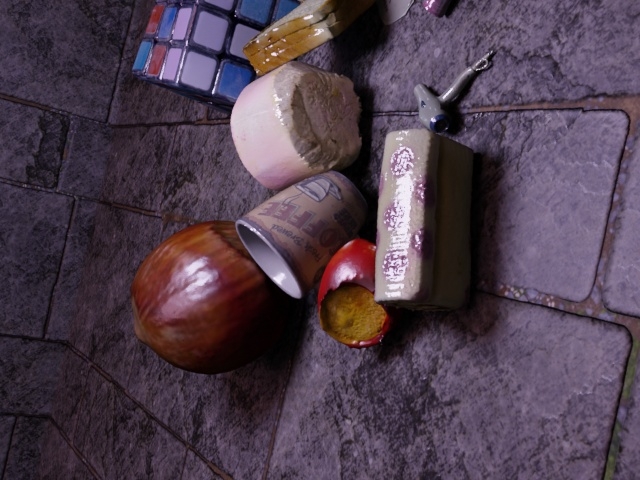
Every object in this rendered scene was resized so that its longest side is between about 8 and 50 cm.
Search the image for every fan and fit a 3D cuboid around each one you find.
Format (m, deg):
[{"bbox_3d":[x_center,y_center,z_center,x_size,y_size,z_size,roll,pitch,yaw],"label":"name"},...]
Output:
[{"bbox_3d":[0.225,-0.642,1.863,0.310,0.010,0.182,-43,45,42],"label":"fan"}]

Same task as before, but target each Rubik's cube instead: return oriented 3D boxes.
[{"bbox_3d":[-0.291,-0.576,2.315,0.359,0.363,0.362,24,96,53],"label":"Rubik's cube"}]

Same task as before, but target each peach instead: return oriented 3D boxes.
[{"bbox_3d":[0.086,0.116,1.642,0.196,0.190,0.226,22,91,54],"label":"peach"}]

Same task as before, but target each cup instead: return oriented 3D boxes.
[{"bbox_3d":[0.000,0.000,1.797,0.257,0.301,0.227,-39,3,-14],"label":"cup"}]

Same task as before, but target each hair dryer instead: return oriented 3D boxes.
[{"bbox_3d":[0.263,-0.329,1.666,0.199,0.067,0.167,-56,31,12],"label":"hair dryer"}]

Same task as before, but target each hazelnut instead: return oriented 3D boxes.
[{"bbox_3d":[-0.277,0.143,2.015,0.352,0.421,0.420,69,-169,-60],"label":"hazelnut"}]

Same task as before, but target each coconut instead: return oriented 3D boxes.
[{"bbox_3d":[-0.065,-0.274,1.943,0.310,0.298,0.297,-13,68,53],"label":"coconut"}]

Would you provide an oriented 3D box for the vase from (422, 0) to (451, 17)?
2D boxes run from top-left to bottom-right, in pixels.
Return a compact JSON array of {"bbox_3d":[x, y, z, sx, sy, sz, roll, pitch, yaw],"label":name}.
[{"bbox_3d":[0.295,-0.567,1.669,0.214,0.086,0.086,-51,40,41],"label":"vase"}]

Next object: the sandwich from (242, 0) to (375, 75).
[{"bbox_3d":[-0.009,-0.541,1.955,0.271,0.099,0.301,-10,29,41],"label":"sandwich"}]

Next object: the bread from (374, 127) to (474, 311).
[{"bbox_3d":[0.196,-0.035,1.528,0.155,0.187,0.338,-8,72,48],"label":"bread"}]

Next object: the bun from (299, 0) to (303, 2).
[{"bbox_3d":[-0.013,-0.731,2.162,0.173,0.166,0.113,-45,1,30],"label":"bun"}]
